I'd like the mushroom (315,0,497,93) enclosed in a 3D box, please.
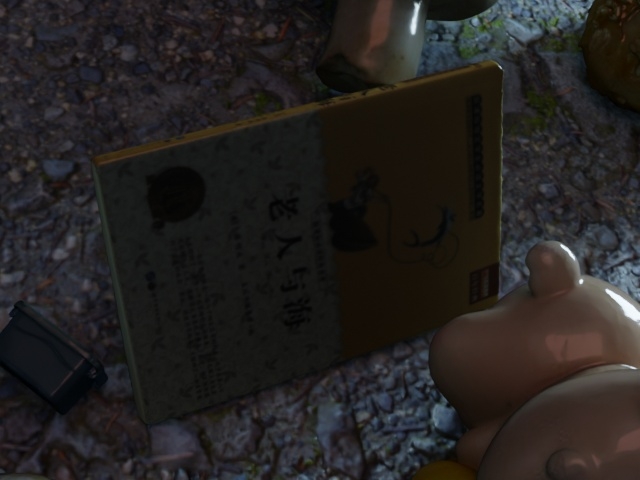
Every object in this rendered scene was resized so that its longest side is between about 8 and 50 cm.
[{"bbox_3d":[0.066,-0.312,1.147,0.293,0.292,0.289,24,85,3],"label":"mushroom"}]

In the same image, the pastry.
[{"bbox_3d":[0.483,-0.246,1.231,0.311,0.162,0.255,9,54,-9],"label":"pastry"}]

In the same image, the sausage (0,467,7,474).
[{"bbox_3d":[-0.259,0.219,0.842,0.223,0.029,0.029,39,58,13],"label":"sausage"}]

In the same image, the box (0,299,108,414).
[{"bbox_3d":[-0.244,0.107,0.895,0.099,0.074,0.054,35,68,11],"label":"box"}]

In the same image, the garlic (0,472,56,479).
[{"bbox_3d":[-0.210,0.270,0.709,0.214,0.160,0.191,47,50,-10],"label":"garlic"}]

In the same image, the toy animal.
[{"bbox_3d":[0.179,0.136,0.836,0.278,0.345,0.246,-16,70,16],"label":"toy animal"}]

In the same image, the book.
[{"bbox_3d":[0.000,0.000,0.921,0.389,0.268,0.032,-17,31,-21],"label":"book"}]
